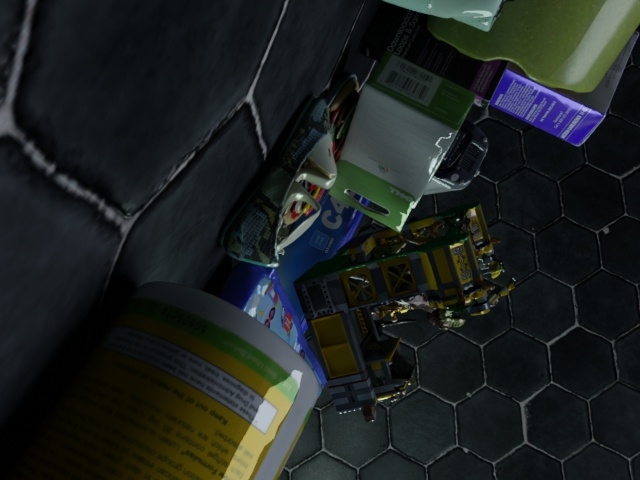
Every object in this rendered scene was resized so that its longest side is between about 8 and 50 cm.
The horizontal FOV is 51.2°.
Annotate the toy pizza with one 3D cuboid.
[{"bbox_3d":[0.005,-0.100,0.794,0.201,0.032,0.201,-62,174,-11],"label":"toy pizza"}]

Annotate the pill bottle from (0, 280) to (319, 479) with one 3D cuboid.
[{"bbox_3d":[-0.112,0.157,0.375,0.246,0.136,0.136,-60,174,-27],"label":"pill bottle"}]

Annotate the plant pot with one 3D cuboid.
[{"bbox_3d":[0.225,-0.287,0.614,0.276,0.276,0.254,-53,165,-62],"label":"plant pot"}]

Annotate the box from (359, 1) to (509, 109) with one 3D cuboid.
[{"bbox_3d":[0.142,-0.235,0.765,0.116,0.162,0.029,-63,171,-11],"label":"box"}]

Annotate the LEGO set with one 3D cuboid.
[{"bbox_3d":[0.120,0.087,0.834,0.331,0.255,0.192,-48,120,-77],"label":"LEGO set"}]

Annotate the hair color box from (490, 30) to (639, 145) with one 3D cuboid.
[{"bbox_3d":[0.321,-0.320,1.100,0.185,0.338,0.110,-61,172,-21],"label":"hair color box"}]

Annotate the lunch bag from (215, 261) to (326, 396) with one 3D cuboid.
[{"bbox_3d":[-0.105,0.160,0.685,0.221,0.138,0.293,-61,162,-27],"label":"lunch bag"}]

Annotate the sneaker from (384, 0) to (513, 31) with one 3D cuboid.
[{"bbox_3d":[0.133,-0.286,0.487,0.256,0.151,0.094,-67,172,26],"label":"sneaker"}]

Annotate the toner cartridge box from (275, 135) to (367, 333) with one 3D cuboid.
[{"bbox_3d":[0.000,0.000,1.007,0.348,0.075,0.165,-65,173,13],"label":"toner cartridge box"}]

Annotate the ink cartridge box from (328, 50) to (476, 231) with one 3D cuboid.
[{"bbox_3d":[0.086,-0.106,0.772,0.062,0.109,0.209,-59,174,-31],"label":"ink cartridge box"}]

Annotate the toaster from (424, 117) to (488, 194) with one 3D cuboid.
[{"bbox_3d":[0.165,-0.171,1.162,0.129,0.227,0.146,-61,-169,-14],"label":"toaster"}]

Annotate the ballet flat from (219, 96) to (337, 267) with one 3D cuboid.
[{"bbox_3d":[-0.021,-0.052,0.618,0.188,0.070,0.070,-61,174,-24],"label":"ballet flat"}]
